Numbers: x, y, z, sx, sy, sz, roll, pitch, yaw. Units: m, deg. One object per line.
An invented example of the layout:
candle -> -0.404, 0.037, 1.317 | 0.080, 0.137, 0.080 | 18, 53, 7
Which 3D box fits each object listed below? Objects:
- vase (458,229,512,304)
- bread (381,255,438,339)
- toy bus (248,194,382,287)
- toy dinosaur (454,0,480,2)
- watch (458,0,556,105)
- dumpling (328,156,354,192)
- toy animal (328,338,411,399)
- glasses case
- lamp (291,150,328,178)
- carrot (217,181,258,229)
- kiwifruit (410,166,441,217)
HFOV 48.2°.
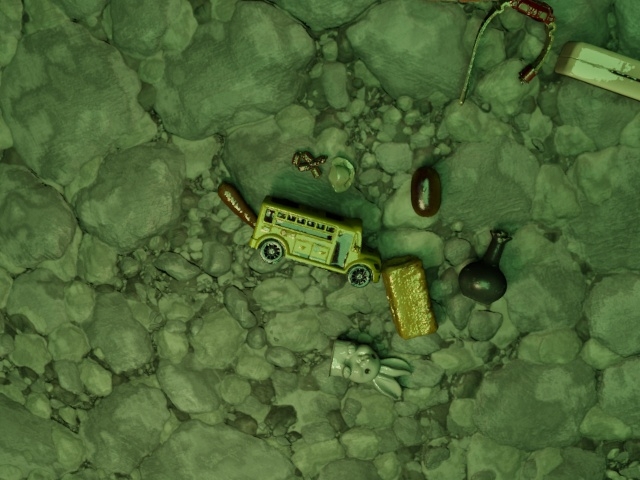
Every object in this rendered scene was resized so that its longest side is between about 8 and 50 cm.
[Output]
vase -> 0.414, 0.062, 1.753 | 0.120, 0.120, 0.183 | 21, 94, 0
bread -> 0.225, 0.143, 1.807 | 0.113, 0.083, 0.211 | -12, 104, 5
toy bus -> 0.000, 0.000, 1.750 | 0.330, 0.145, 0.151 | 15, 102, -3
toy dinosaur -> 0.360, -0.572, 1.600 | 0.279, 0.055, 0.102 | -8, 132, 10
watch -> 0.426, -0.422, 1.623 | 0.164, 0.102, 0.269 | 14, 117, 0
dumpling -> 0.051, -0.163, 1.766 | 0.052, 0.057, 0.076 | -33, 71, 50
toy animal -> 0.133, 0.331, 1.853 | 0.220, 0.131, 0.104 | 16, 65, 1
glasses case -> 0.697, -0.352, 1.578 | 0.336, 0.144, 0.076 | 20, 106, 2
lamp -> -0.030, -0.194, 1.769 | 0.083, 0.031, 0.063 | 22, 107, 5
carrot -> -0.182, -0.063, 1.821 | 0.048, 0.048, 0.216 | -39, 102, 15
kiwifruit -> 0.256, -0.117, 1.735 | 0.075, 0.075, 0.125 | -4, 101, 8
